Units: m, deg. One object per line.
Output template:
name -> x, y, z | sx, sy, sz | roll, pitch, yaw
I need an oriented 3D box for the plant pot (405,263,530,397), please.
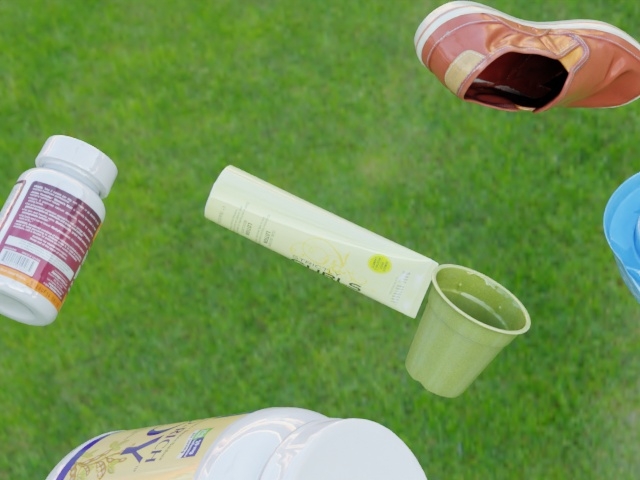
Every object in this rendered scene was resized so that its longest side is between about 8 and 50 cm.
plant pot -> 0.103, 0.074, 1.111 | 0.083, 0.079, 0.083 | 23, 25, -11

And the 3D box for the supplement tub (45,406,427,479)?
supplement tub -> -0.083, 0.278, 1.325 | 0.331, 0.241, 0.241 | -14, 37, 41

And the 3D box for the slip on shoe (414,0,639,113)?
slip on shoe -> 0.251, -0.185, 1.635 | 0.331, 0.123, 0.101 | 5, 46, -38

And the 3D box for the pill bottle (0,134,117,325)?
pill bottle -> -0.345, -0.014, 1.845 | 0.121, 0.121, 0.221 | 14, 66, 21

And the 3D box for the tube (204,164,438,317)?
tube -> 0.000, 0.000, 1.491 | 0.240, 0.070, 0.062 | 26, 91, 5

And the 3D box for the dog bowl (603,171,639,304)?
dog bowl -> 0.413, 0.048, 1.532 | 0.166, 0.074, 0.297 | -24, 54, -6
